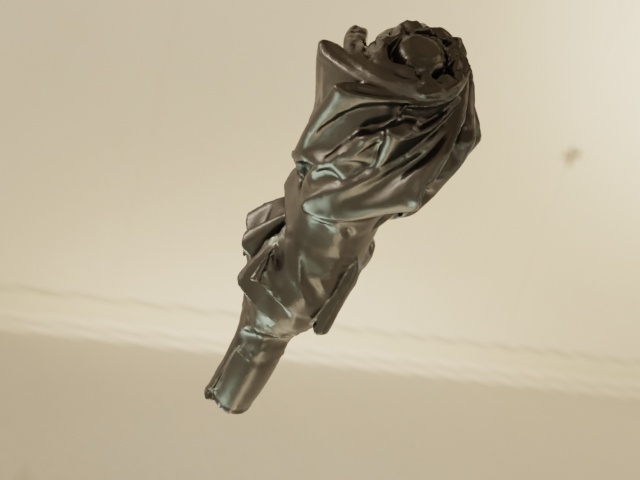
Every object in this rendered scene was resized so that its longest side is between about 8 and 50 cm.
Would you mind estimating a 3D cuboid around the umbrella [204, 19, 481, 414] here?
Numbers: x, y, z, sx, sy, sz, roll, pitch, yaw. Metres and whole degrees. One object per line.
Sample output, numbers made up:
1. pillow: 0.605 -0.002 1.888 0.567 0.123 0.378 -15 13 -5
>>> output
1. umbrella: 0.000 0.000 1.099 0.118 0.340 0.118 17 -139 -15
